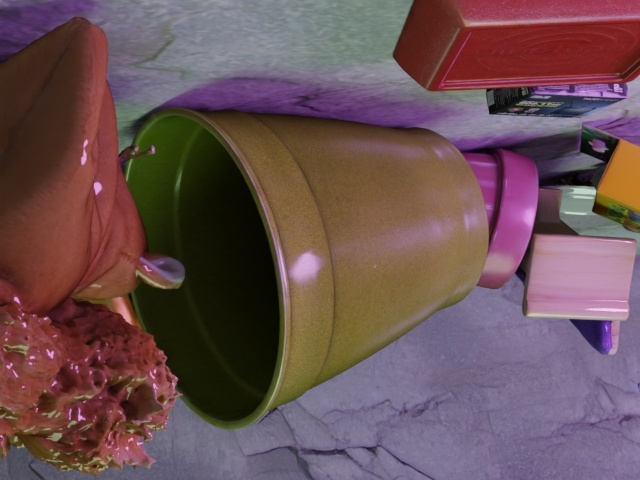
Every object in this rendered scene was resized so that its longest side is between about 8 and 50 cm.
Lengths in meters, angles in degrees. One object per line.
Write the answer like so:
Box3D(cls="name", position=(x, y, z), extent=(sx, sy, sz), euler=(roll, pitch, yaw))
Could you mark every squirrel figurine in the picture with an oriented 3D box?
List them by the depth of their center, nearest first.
Box3D(cls="squirrel figurine", position=(-0.271, 0.027, 1.051), extent=(0.281, 0.396, 0.370), euler=(-9, 164, 6))

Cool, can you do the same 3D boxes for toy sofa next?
Box3D(cls="toy sofa", position=(0.332, 0.035, 1.704), extent=(0.150, 0.177, 0.362), euler=(4, -165, -7))

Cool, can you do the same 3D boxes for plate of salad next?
Box3D(cls="plate of salad", position=(0.444, -0.080, 1.934), extent=(0.200, 0.048, 0.200), euler=(6, 171, 1))

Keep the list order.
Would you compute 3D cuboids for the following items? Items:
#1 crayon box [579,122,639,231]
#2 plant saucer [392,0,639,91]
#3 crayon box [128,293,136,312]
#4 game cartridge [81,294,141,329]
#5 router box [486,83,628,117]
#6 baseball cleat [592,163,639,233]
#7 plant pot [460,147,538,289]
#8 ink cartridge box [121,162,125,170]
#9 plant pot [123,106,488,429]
Box3D(cls="crayon box", position=(0.489, -0.044, 1.537), extent=(0.323, 0.083, 0.203), euler=(25, 180, 14))
Box3D(cls="plant saucer", position=(0.206, -0.183, 1.002), extent=(0.259, 0.047, 0.259), euler=(-3, 174, -3))
Box3D(cls="crayon box", position=(-0.248, 0.061, 2.125), extent=(0.313, 0.106, 0.363), euler=(-3, -172, -34))
Box3D(cls="game cartridge", position=(-0.407, 0.118, 2.048), extent=(0.053, 0.323, 0.285), euler=(-21, -177, -30))
Box3D(cls="router box", position=(0.255, -0.162, 1.222), extent=(0.123, 0.038, 0.092), euler=(-1, 172, -20))
Box3D(cls="baseball cleat", position=(0.471, -0.067, 1.725), extent=(0.109, 0.072, 0.206), euler=(-25, -155, -24))
Box3D(cls="plant pot", position=(0.187, -0.045, 1.601), extent=(0.180, 0.201, 0.201), euler=(13, 170, -8))
Box3D(cls="ink cartridge box", position=(-0.216, -0.064, 1.676), extent=(0.304, 0.072, 0.307), euler=(-2, 175, -5))
Box3D(cls="plant pot", position=(0.000, 0.000, 1.361), extent=(0.353, 0.366, 0.366), euler=(-13, 179, -33))
